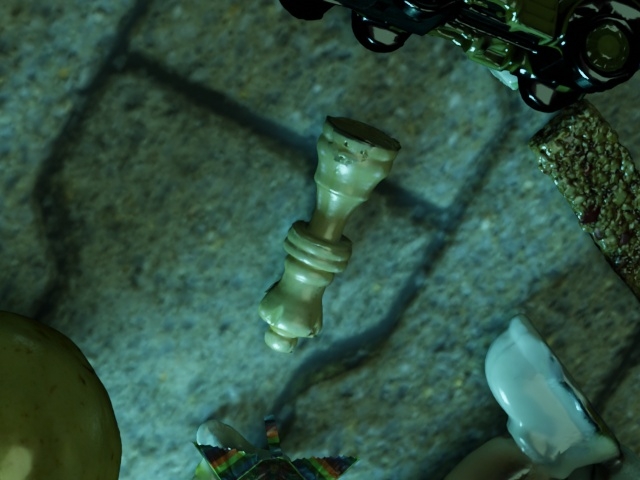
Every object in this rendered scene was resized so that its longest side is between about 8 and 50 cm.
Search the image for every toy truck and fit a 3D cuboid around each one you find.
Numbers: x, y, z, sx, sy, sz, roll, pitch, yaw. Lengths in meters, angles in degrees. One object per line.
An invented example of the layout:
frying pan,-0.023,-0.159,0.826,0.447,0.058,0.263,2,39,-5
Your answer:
toy truck,0.098,-0.177,1.214,0.257,0.127,0.127,24,77,-9

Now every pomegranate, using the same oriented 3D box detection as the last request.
pomegranate,-0.220,0.145,1.198,0.196,0.196,0.196,-7,112,-19

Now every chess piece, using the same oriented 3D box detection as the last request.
chess piece,0.001,0.000,1.303,0.060,0.060,0.172,15,106,-25

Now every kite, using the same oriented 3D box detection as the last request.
kite,-0.032,0.171,1.330,0.122,0.004,0.090,0,75,-1

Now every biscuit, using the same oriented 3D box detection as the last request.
biscuit,0.229,-0.020,1.394,0.064,0.034,0.199,-41,118,-1

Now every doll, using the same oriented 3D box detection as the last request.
doll,0.084,0.258,1.383,0.423,0.161,0.348,-18,93,-13

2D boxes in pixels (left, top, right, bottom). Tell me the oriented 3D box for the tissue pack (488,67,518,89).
tissue pack,0.144,-0.157,1.305,0.083,0.042,0.062,-44,118,0
